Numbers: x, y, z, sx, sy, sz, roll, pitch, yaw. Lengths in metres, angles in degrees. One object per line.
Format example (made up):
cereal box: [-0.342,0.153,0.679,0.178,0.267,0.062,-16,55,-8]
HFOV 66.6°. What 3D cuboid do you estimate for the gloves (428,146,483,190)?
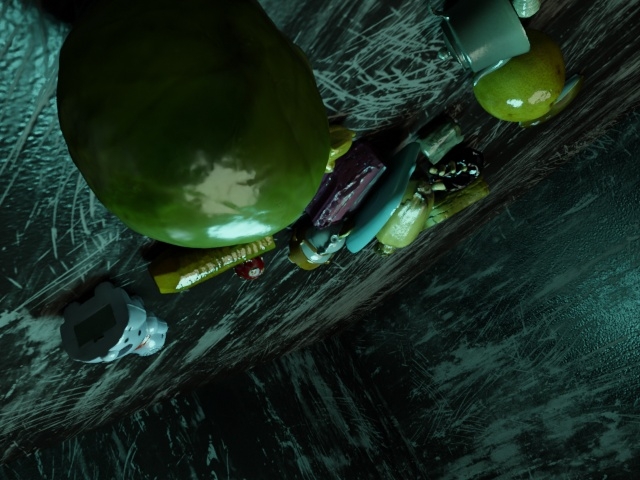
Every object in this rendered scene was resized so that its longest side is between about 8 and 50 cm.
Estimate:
gloves: [0.432,-0.235,1.599,0.203,0.124,0.164,7,119,-31]

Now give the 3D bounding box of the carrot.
carrot: [-0.261,0.031,1.179,0.302,0.114,0.114,-25,161,-25]

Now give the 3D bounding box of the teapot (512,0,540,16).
teapot: [0.416,-0.502,0.981,0.067,0.057,0.083,-69,157,-6]

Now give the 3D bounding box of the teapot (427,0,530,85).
teapot: [0.284,-0.396,0.918,0.149,0.162,0.239,-27,140,25]

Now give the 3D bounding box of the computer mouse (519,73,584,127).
computer mouse: [0.799,-0.467,1.676,0.245,0.056,0.126,-37,160,21]

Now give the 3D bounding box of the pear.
pear: [0.468,-0.379,1.142,0.209,0.209,0.209,-28,162,-10]

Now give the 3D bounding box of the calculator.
calculator: [0.169,-0.117,1.344,0.256,0.054,0.386,-67,-171,-26]

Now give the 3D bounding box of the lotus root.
lotus root: [0.244,-0.076,1.459,0.303,0.146,0.131,114,-6,-46]

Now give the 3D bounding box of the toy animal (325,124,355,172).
toy animal: [0.015,-0.195,1.114,0.083,0.070,0.159,-22,164,-33]

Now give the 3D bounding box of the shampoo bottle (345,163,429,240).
shampoo bottle: [0.202,-0.106,1.600,0.350,0.084,0.125,-45,171,36]

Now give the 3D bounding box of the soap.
soap: [0.078,-0.148,1.277,0.162,0.099,0.250,-16,156,-40]

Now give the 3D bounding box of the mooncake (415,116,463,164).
mooncake: [0.334,-0.287,1.365,0.125,0.073,0.130,-40,162,15]

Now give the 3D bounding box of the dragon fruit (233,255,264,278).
dragon fruit: [-0.209,0.054,1.367,0.094,0.094,0.190,-28,157,-10]

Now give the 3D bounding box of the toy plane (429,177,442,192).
toy plane: [0.423,-0.194,1.773,0.189,0.061,0.130,-24,160,-35]

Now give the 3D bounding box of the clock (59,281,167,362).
clock: [-0.477,0.216,1.209,0.189,0.189,0.254,-34,161,6]

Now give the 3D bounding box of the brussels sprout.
brussels sprout: [-0.144,-0.148,0.574,0.268,0.344,0.344,-33,163,28]

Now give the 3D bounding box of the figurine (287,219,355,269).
figurine: [0.005,0.007,1.441,0.271,0.143,0.143,-11,177,37]

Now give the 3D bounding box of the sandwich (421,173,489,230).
sandwich: [0.482,-0.135,1.868,0.301,0.099,0.271,-28,-179,-12]
